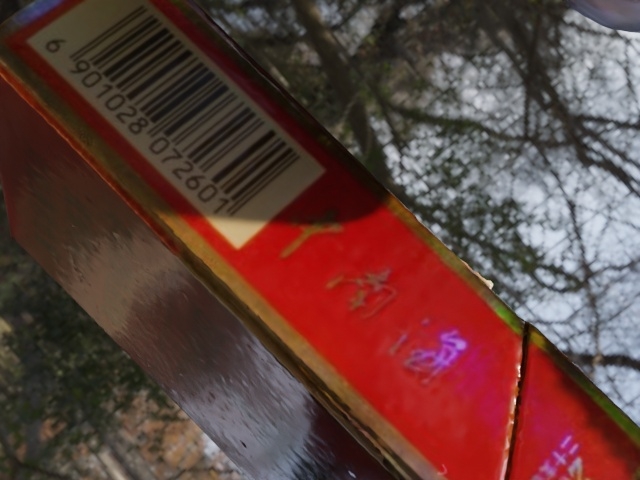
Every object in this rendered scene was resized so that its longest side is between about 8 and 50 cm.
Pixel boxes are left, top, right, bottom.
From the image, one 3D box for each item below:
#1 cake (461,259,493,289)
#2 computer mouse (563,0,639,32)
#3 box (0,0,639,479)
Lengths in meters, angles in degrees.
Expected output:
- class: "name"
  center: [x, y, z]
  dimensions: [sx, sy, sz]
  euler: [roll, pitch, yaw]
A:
- class: "cake"
  center: [-0.002, 0.004, 0.713]
  dimensions: [0.135, 0.287, 0.098]
  euler: [-51, 173, -43]
- class: "computer mouse"
  center: [0.173, -0.171, 0.370]
  dimensions: [0.379, 0.167, 0.090]
  euler: [-11, -151, 13]
- class: "box"
  center: [-0.013, 0.044, 0.465]
  dimensions: [0.089, 0.313, 0.197]
  euler: [-42, 172, -25]
